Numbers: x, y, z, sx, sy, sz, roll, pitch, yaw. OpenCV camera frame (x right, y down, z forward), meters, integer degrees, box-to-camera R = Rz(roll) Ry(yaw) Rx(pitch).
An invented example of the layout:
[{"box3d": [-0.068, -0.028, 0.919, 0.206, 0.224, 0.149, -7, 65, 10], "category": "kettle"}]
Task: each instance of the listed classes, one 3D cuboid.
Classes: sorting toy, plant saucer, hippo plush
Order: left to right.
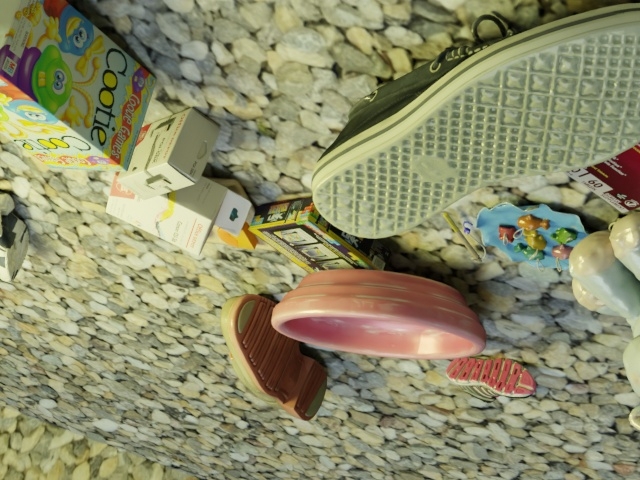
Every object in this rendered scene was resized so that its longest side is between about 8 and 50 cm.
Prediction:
[{"box3d": [-0.183, -0.040, 2.193, 0.193, 0.038, 0.208, 7, 152, 26], "category": "sorting toy"}, {"box3d": [0.093, 0.113, 2.173, 0.332, 0.084, 0.332, 7, 167, 2], "category": "plant saucer"}, {"box3d": [0.430, 0.126, 1.806, 0.234, 0.237, 0.294, -2, 148, 23], "category": "hippo plush"}]

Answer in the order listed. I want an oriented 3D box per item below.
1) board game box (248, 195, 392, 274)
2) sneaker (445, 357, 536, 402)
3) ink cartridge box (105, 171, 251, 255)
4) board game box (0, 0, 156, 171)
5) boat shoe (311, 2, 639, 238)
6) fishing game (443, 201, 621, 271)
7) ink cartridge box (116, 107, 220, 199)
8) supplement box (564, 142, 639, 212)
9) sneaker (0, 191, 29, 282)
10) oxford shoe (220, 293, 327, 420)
[{"box3d": [0.000, 0.000, 2.129, 0.170, 0.048, 0.141, 37, 152, -33], "category": "board game box"}, {"box3d": [0.298, 0.240, 2.382, 0.170, 0.063, 0.075, 5, 151, 40], "category": "sneaker"}, {"box3d": [-0.211, -0.050, 2.095, 0.198, 0.067, 0.115, 25, 148, -1], "category": "ink cartridge box"}, {"box3d": [-0.358, -0.210, 1.808, 0.144, 0.142, 0.275, 4, 159, 31], "category": "board game box"}, {"box3d": [0.192, -0.152, 1.562, 0.500, 0.156, 0.187, -24, 125, 41], "category": "boat shoe"}, {"box3d": [0.300, 0.004, 1.924, 0.264, 0.041, 0.189, 5, 153, 28], "category": "fishing game"}, {"box3d": [-0.214, -0.121, 1.979, 0.056, 0.099, 0.135, 36, 150, -29], "category": "ink cartridge box"}, {"box3d": [0.382, -0.117, 1.575, 0.130, 0.073, 0.239, 31, 152, -21], "category": "supplement box"}, {"box3d": [-0.612, -0.020, 2.492, 0.153, 0.094, 0.235, 17, 155, 10], "category": "sneaker"}, {"box3d": [-0.117, 0.210, 2.545, 0.146, 0.140, 0.397, 15, 154, 27], "category": "oxford shoe"}]
